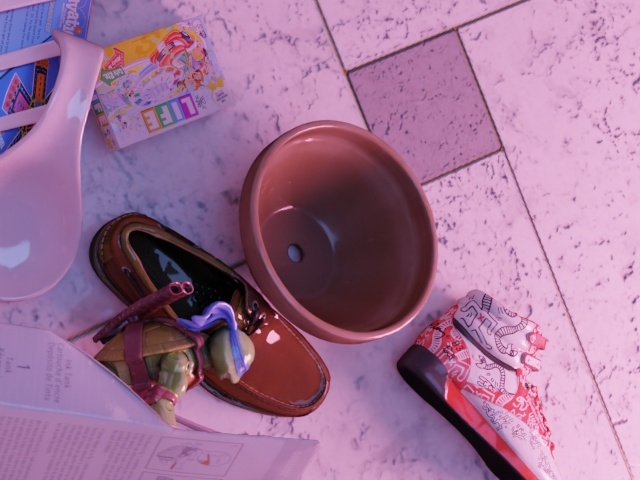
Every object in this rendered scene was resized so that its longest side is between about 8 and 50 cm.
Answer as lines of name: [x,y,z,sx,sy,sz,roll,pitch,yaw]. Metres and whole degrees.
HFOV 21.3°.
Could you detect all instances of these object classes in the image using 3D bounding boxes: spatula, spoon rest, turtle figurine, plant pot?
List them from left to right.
spatula: [-0.353,-0.167,1.715,0.242,0.019,0.168,-17,91,-24]
spoon rest: [-0.283,-0.070,1.688,0.137,0.084,0.276,19,95,-21]
turtle figurine: [-0.194,0.186,1.675,0.266,0.198,0.275,-2,131,2]
plant pot: [0.000,0.000,1.802,0.237,0.109,0.237,11,70,-33]

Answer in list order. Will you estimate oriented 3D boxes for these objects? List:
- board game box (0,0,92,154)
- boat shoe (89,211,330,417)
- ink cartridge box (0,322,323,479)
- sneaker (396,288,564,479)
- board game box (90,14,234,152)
board game box: [-0.318,-0.182,1.751,0.145,0.027,0.281,11,82,-19]
boat shoe: [-0.108,0.088,1.771,0.307,0.104,0.111,36,74,-16]
ink cartridge box: [-0.225,0.190,1.528,0.384,0.308,0.091,8,56,-16]
sneaker: [0.223,0.179,1.901,0.270,0.090,0.145,46,75,-10]
board game box: [-0.173,-0.165,1.785,0.154,0.026,0.103,-25,97,-36]
